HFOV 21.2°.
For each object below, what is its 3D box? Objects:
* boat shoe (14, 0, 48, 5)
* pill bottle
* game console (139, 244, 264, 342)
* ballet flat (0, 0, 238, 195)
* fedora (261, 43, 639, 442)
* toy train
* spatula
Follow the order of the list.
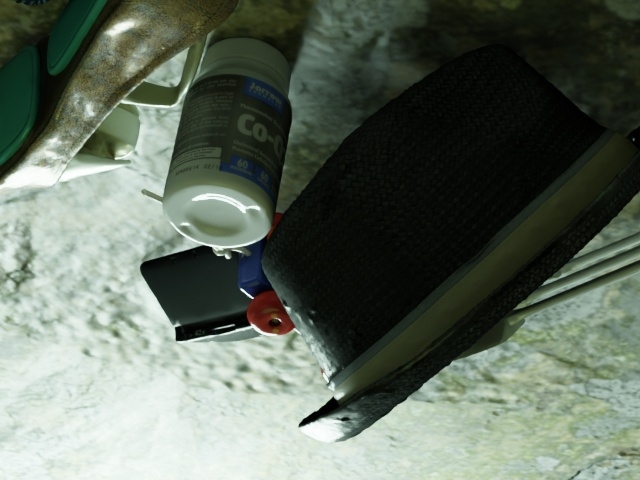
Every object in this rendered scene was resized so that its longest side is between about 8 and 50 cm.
[{"bbox_3d":[-0.199,-0.233,1.039,0.109,0.089,0.258,4,143,5],"label":"boat shoe"},{"bbox_3d":[-0.061,-0.070,1.187,0.078,0.137,0.078,6,144,4],"label":"pill bottle"},{"bbox_3d":[-0.072,0.044,1.429,0.122,0.071,0.107,-14,169,43],"label":"game console"},{"bbox_3d":[-0.159,-0.104,1.195,0.106,0.107,0.316,20,143,-27],"label":"ballet flat"},{"bbox_3d":[0.078,-0.019,1.158,0.152,0.334,0.334,48,136,1],"label":"fedora"},{"bbox_3d":[0.000,0.000,1.308,0.143,0.105,0.248,-31,129,27],"label":"toy train"},{"bbox_3d":[0.195,0.029,1.272,0.242,0.168,0.019,-23,94,30],"label":"spatula"}]
